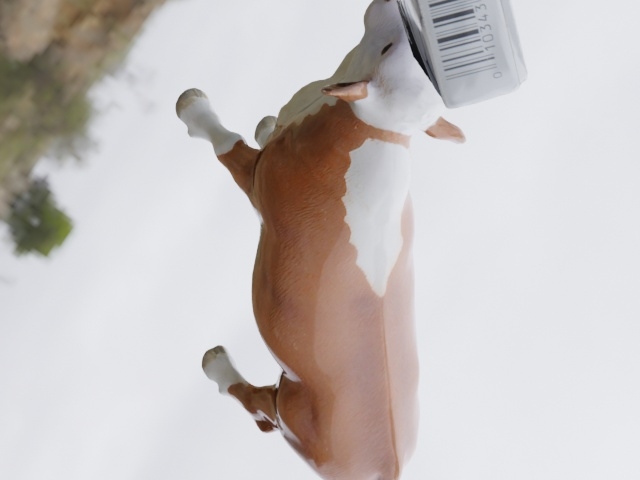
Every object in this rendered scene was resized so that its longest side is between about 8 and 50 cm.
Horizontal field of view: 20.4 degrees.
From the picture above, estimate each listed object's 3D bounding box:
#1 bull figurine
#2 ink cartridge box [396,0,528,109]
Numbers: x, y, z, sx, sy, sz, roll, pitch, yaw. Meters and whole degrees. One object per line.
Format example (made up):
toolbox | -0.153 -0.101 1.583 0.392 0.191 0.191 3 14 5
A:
bull figurine | 0.000 0.000 1.054 0.188 0.101 0.310 31 -53 51
ink cartridge box | 0.040 -0.180 0.828 0.045 0.206 0.208 -15 -166 2
